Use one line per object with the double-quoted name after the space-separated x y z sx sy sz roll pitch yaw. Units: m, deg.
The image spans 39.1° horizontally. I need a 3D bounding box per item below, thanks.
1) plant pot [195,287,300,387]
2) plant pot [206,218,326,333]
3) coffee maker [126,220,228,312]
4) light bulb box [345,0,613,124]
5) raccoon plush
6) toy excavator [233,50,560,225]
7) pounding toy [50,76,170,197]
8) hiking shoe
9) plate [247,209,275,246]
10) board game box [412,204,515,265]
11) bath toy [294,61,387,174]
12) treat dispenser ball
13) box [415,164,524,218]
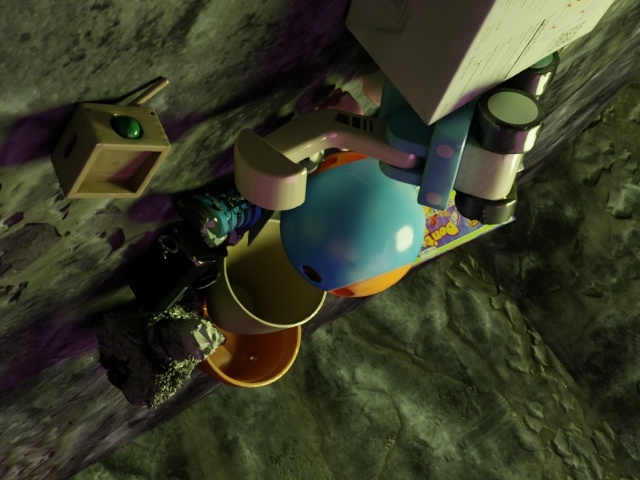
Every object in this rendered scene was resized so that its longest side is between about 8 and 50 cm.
-0.225 0.244 2.334 0.291 0.291 0.203 -27 -179 -34 "plant pot"
-0.162 0.117 2.114 0.256 0.256 0.274 -27 175 -36 "plant pot"
-0.300 0.049 1.773 0.171 0.120 0.178 14 132 -44 "coffee maker"
0.268 -0.405 1.285 0.361 0.225 0.358 -32 166 -21 "light bulb box"
-0.266 0.210 1.939 0.446 0.216 0.299 -3 -161 44 "raccoon plush"
0.126 -0.176 1.487 0.222 0.445 0.433 95 15 -49 "toy excavator"
-0.269 -0.138 1.195 0.130 0.100 0.141 -3 146 -42 "pounding toy"
-0.179 -0.067 1.674 0.132 0.113 0.304 -45 177 5 "hiking shoe"
-0.107 -0.069 1.879 0.188 0.024 0.188 -54 -173 9 "plate"
0.310 -0.088 2.406 0.347 0.233 0.078 -27 171 17 "board game box"
0.032 -0.201 1.648 0.348 0.129 0.151 -35 -158 1 "bath toy"
0.063 -0.032 1.782 0.288 0.288 0.288 -34 168 -8 "treat dispenser ball"
0.248 -0.165 2.030 0.279 0.177 0.290 -26 -177 -12 "box"
